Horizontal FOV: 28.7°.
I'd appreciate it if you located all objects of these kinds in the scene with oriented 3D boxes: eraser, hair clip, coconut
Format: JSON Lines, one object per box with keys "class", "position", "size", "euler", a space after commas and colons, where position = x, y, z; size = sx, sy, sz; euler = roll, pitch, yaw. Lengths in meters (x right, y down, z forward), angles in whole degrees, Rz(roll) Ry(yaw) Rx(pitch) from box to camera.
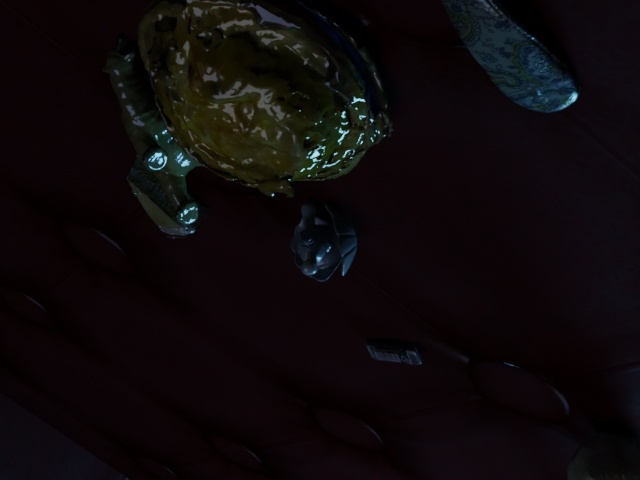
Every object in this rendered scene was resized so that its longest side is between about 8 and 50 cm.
{"class": "eraser", "position": [0.097, 0.148, 1.666], "size": [0.099, 0.019, 0.027], "euler": [0, 127, 46]}
{"class": "hair clip", "position": [0.138, -0.177, 1.012], "size": [0.066, 0.036, 0.229], "euler": [-8, 135, 44]}
{"class": "coconut", "position": [0.361, 0.290, 1.542], "size": [0.110, 0.124, 0.110], "euler": [1, 123, 1]}

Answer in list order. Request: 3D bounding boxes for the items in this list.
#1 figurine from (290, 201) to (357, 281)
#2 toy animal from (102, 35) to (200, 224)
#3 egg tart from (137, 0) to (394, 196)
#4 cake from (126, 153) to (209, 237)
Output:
{"class": "figurine", "position": [0.000, 0.000, 1.441], "size": [0.082, 0.094, 0.086], "euler": [-15, 175, 7]}
{"class": "toy animal", "position": [-0.179, -0.126, 1.409], "size": [0.101, 0.103, 0.218], "euler": [41, 168, 35]}
{"class": "egg tart", "position": [-0.067, -0.132, 1.216], "size": [0.291, 0.107, 0.291], "euler": [20, 150, 12]}
{"class": "cake", "position": [-0.207, -0.058, 1.585], "size": [0.065, 0.052, 0.121], "euler": [0, 141, 51]}
